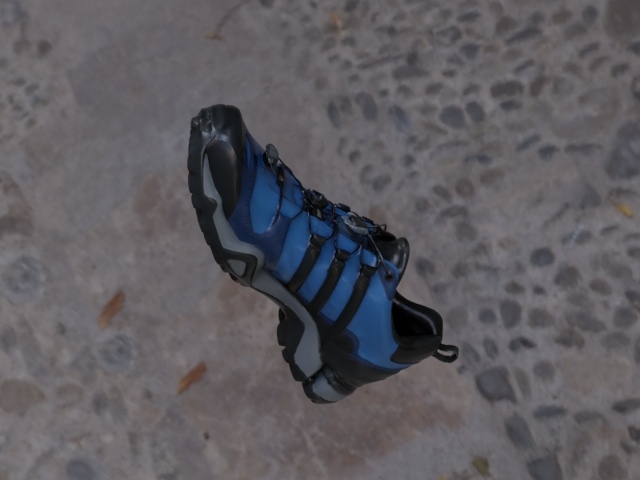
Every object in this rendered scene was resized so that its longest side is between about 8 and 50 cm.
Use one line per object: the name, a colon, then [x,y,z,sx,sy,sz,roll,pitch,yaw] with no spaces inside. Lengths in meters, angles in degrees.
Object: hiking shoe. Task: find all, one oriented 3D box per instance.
hiking shoe: [0.000,0.000,0.933,0.132,0.304,0.113,-19,41,14]
